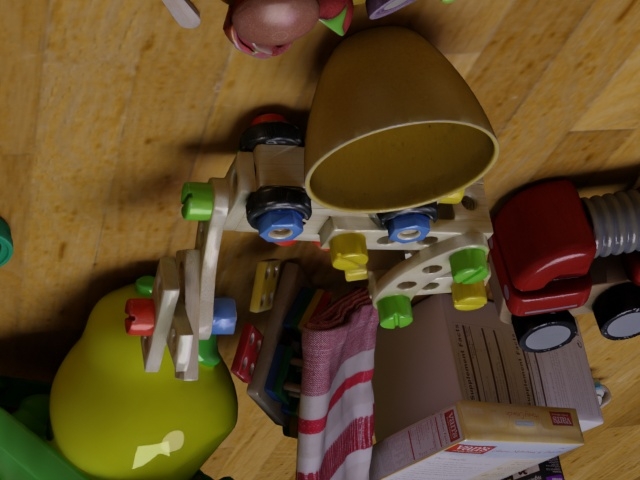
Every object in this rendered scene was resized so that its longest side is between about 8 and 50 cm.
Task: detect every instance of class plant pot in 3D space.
[{"bbox_3d":[0.047,-0.090,0.935,0.134,0.095,0.134,-10,157,-4],"label":"plant pot"}]

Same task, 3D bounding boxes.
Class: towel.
[{"bbox_3d":[0.017,0.219,1.280,0.037,0.329,0.237,5,-172,13],"label":"towel"}]

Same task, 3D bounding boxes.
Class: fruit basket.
[{"bbox_3d":[-0.174,0.207,1.324,0.392,0.392,0.283,-21,161,22],"label":"fruit basket"}]

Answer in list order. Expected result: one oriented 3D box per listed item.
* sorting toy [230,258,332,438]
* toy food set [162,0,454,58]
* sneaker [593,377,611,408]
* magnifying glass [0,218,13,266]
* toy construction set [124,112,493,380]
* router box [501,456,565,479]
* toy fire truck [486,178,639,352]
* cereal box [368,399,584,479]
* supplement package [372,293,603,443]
[{"bbox_3d":[-0.019,0.103,1.303,0.046,0.132,0.274,12,162,16],"label":"sorting toy"},{"bbox_3d":[0.002,-0.148,0.809,0.217,0.071,0.128,-12,157,3],"label":"toy food set"},{"bbox_3d":[0.329,0.204,1.803,0.083,0.071,0.190,-31,159,26],"label":"sneaker"},{"bbox_3d":[-0.304,-0.021,1.039,0.092,0.026,0.231,-11,159,2],"label":"magnifying glass"},{"bbox_3d":[0.000,0.000,1.083,0.327,0.151,0.215,-13,160,-24],"label":"toy construction set"},{"bbox_3d":[0.245,0.301,1.891,0.046,0.133,0.179,13,148,-42],"label":"router box"},{"bbox_3d":[0.272,-0.004,1.196,0.217,0.159,0.246,-8,145,-6],"label":"toy fire truck"},{"bbox_3d":[0.135,0.230,1.437,0.173,0.047,0.240,9,150,-37],"label":"cereal box"},{"bbox_3d":[0.179,0.156,1.520,0.244,0.134,0.139,11,148,-42],"label":"supplement package"}]
